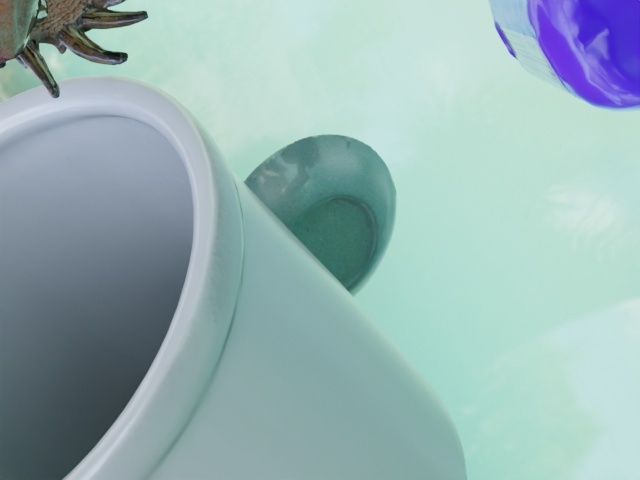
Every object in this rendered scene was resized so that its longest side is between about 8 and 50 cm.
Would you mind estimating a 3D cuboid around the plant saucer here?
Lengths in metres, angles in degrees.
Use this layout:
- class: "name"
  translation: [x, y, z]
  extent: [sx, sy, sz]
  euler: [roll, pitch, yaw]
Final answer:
- class: "plant saucer"
  translation: [0.000, 0.000, 0.989]
  extent: [0.037, 0.195, 0.195]
  euler: [39, 162, 49]

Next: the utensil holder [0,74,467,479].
- class: "utensil holder"
  translation: [-0.105, 0.129, 0.759]
  extent: [0.327, 0.327, 0.385]
  euler: [39, 176, 44]

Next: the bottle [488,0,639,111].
- class: "bottle"
  translation: [0.148, -0.135, 0.565]
  extent: [0.092, 0.118, 0.283]
  euler: [57, -172, -11]

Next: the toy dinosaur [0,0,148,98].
- class: "toy dinosaur"
  translation: [-0.165, -0.135, 0.513]
  extent: [0.296, 0.127, 0.200]
  euler: [-82, -8, -57]
